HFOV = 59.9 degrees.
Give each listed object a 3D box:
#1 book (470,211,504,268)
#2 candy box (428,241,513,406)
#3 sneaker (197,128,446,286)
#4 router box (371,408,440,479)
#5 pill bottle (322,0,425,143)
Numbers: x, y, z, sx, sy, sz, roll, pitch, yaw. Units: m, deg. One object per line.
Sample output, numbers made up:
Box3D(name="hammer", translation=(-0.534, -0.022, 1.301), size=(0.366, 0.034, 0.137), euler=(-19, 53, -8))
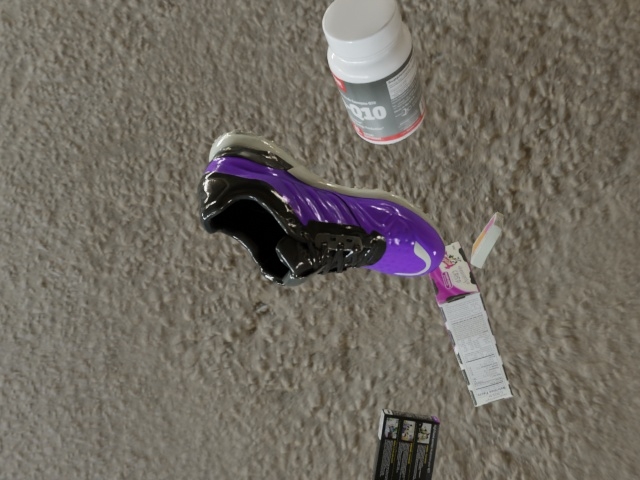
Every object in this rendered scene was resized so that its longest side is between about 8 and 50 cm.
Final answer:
Box3D(name="book", translation=(0.361, -0.005, 1.194), size=(0.035, 0.144, 0.096), euler=(28, 112, 11))
Box3D(name="candy box", translation=(0.252, 0.142, 0.950), size=(0.071, 0.159, 0.233), euler=(-18, 118, 11))
Box3D(name="sneaker", translation=(-0.001, 0.000, 0.608), size=(0.294, 0.102, 0.146), euler=(22, 43, -10))
Box3D(name="router box", translation=(0.196, 0.492, 1.284), size=(0.133, 0.046, 0.178), euler=(9, 89, 0))
Box3D(name="pill bottle", translation=(0.107, -0.332, 1.085), size=(0.162, 0.283, 0.161), euler=(-9, 61, 16))
